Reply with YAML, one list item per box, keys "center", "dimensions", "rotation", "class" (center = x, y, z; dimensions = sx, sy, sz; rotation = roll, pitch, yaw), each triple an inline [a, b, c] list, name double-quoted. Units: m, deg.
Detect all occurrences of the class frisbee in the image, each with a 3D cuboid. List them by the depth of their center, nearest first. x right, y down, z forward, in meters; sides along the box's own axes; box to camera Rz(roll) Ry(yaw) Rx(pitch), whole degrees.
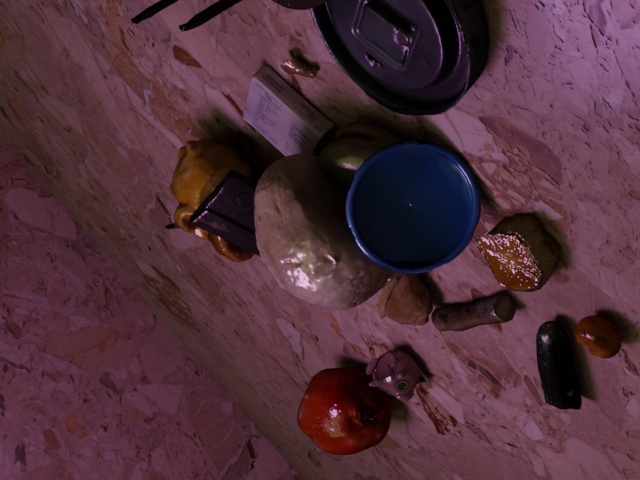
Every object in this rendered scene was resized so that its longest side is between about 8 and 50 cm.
- center: [0.166, -0.061, 1.556]
  dimensions: [0.242, 0.242, 0.045]
  rotation: [50, -173, -7]
  class: "frisbee"

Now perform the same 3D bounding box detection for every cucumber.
- center: [0.461, 0.245, 1.697]
  dimensions: [0.074, 0.074, 0.241]
  rotation: [20, 142, 43]
  class: "cucumber"

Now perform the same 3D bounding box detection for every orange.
- center: [0.497, 0.168, 1.542]
  dimensions: [0.086, 0.062, 0.086]
  rotation: [38, 169, 8]
  class: "orange"

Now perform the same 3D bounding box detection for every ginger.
- center: [-0.046, -0.337, 1.669]
  dimensions: [0.097, 0.030, 0.048]
  rotation: [21, 172, 46]
  class: "ginger"
- center: [0.194, 0.103, 1.879]
  dimensions: [0.123, 0.115, 0.193]
  rotation: [19, 135, 11]
  class: "ginger"

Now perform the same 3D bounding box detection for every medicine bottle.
- center: [-0.072, -0.246, 1.812]
  dimensions: [0.201, 0.052, 0.171]
  rotation: [42, 154, 10]
  class: "medicine bottle"

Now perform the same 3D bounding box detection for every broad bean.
- center: [0.129, -0.122, 1.643]
  dimensions: [0.263, 0.121, 0.189]
  rotation: [35, 151, -12]
  class: "broad bean"

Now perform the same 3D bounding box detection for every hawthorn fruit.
- center: [0.079, 0.480, 2.391]
  dimensions: [0.254, 0.254, 0.300]
  rotation: [56, 165, -19]
  class: "hawthorn fruit"

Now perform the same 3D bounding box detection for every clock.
- center: [0.118, -0.345, 1.366]
  dimensions: [0.325, 0.067, 0.325]
  rotation: [36, 152, 22]
  class: "clock"

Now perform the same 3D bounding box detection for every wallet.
- center: [-0.120, -0.030, 1.963]
  dimensions: [0.321, 0.044, 0.170]
  rotation: [28, 121, -30]
  class: "wallet"

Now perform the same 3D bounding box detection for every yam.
- center: [0.311, 0.156, 1.805]
  dimensions: [0.061, 0.061, 0.253]
  rotation: [50, 155, -8]
  class: "yam"

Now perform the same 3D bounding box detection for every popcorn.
- center: [-0.245, -0.094, 2.068]
  dimensions: [0.315, 0.281, 0.297]
  rotation: [61, 170, -2]
  class: "popcorn"

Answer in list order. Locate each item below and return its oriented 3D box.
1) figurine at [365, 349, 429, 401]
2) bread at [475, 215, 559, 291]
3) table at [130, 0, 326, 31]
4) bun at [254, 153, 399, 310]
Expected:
- center: [0.190, 0.337, 2.177]
  dimensions: [0.138, 0.125, 0.125]
  rotation: [43, 159, -32]
  class: "figurine"
- center: [0.357, 0.025, 1.538]
  dimensions: [0.140, 0.069, 0.128]
  rotation: [56, 152, -12]
  class: "bread"
- center: [-0.166, -0.444, 1.358]
  dimensions: [0.317, 0.249, 0.317]
  rotation: [49, 156, 31]
  class: "table"
- center: [0.000, 0.000, 1.731]
  dimensions: [0.349, 0.227, 0.352]
  rotation: [32, -158, -36]
  class: "bun"
